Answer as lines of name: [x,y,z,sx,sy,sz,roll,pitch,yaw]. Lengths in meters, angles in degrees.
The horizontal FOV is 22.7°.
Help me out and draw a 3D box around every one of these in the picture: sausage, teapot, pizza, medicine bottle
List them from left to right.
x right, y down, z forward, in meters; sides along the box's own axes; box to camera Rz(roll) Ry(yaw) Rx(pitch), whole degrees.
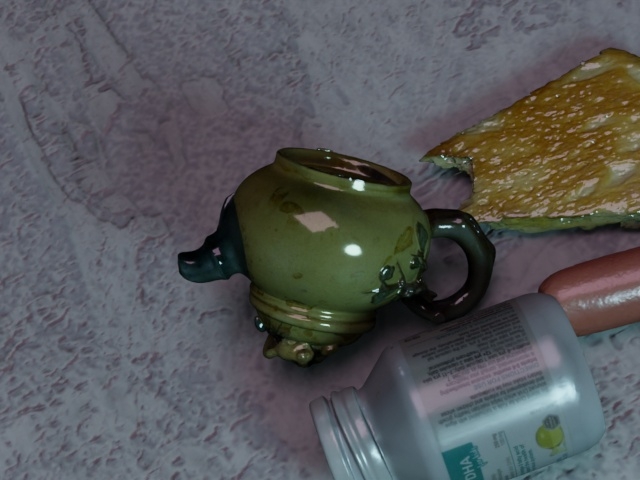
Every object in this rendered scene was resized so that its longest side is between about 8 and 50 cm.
teapot: [0.014,0.024,1.366,0.269,0.173,0.182,12,101,-10]
medicine bottle: [0.106,0.136,1.277,0.215,0.135,0.135,-21,57,0]
pizza: [0.213,-0.069,1.438,0.262,0.034,0.181,-24,56,-3]
sausage: [0.261,0.039,1.345,0.154,0.062,0.062,-15,57,3]
